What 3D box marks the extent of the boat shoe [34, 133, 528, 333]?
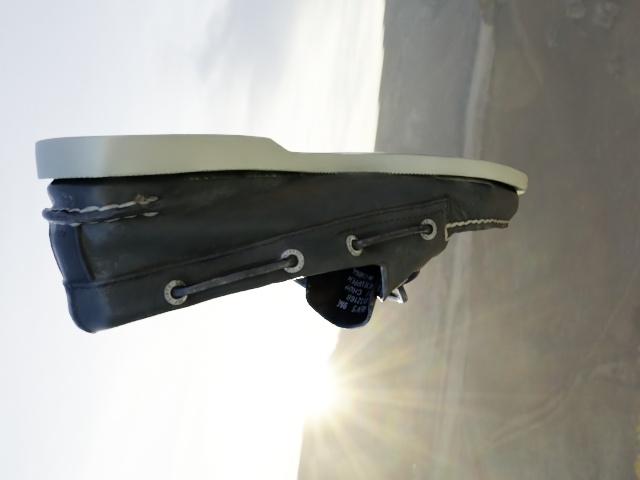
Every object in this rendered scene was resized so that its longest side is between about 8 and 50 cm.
[{"bbox_3d":[0.002,0.000,0.462,0.340,0.127,0.113,-2,-87,-43],"label":"boat shoe"}]
